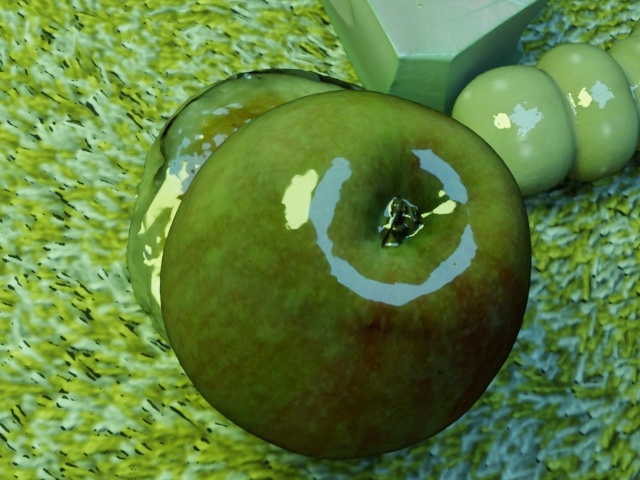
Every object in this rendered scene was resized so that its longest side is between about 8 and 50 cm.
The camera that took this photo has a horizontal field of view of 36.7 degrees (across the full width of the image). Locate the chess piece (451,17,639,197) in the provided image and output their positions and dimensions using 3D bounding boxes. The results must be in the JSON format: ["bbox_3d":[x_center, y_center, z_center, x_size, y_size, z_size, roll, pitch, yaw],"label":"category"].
[{"bbox_3d":[0.267,-0.130,0.909,0.299,0.167,0.167,-16,70,-13],"label":"chess piece"}]

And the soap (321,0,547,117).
[{"bbox_3d":[0.102,-0.296,0.967,0.208,0.115,0.347,-1,66,-11],"label":"soap"}]

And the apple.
[{"bbox_3d":[0.019,0.023,0.667,0.256,0.234,0.257,3,77,-13],"label":"apple"}]

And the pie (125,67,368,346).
[{"bbox_3d":[0.000,0.000,0.837,0.338,0.077,0.339,5,70,-15],"label":"pie"}]
